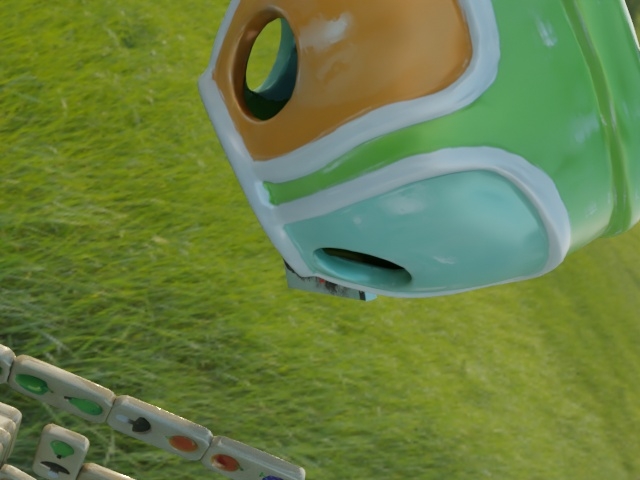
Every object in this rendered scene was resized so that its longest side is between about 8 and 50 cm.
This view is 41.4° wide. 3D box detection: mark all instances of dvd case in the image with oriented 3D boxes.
[{"bbox_3d":[0.000,0.000,0.669,0.013,0.119,0.087,-15,100,-31],"label":"dvd case"}]

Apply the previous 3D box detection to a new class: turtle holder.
[{"bbox_3d":[0.063,-0.083,0.512,0.243,0.227,0.320,63,3,0],"label":"turtle holder"}]

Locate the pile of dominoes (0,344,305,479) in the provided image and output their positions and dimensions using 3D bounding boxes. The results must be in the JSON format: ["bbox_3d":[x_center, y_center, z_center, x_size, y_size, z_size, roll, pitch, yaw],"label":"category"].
[{"bbox_3d":[-0.159,0.151,0.518,0.251,0.196,0.040,24,45,-8],"label":"pile of dominoes"}]
